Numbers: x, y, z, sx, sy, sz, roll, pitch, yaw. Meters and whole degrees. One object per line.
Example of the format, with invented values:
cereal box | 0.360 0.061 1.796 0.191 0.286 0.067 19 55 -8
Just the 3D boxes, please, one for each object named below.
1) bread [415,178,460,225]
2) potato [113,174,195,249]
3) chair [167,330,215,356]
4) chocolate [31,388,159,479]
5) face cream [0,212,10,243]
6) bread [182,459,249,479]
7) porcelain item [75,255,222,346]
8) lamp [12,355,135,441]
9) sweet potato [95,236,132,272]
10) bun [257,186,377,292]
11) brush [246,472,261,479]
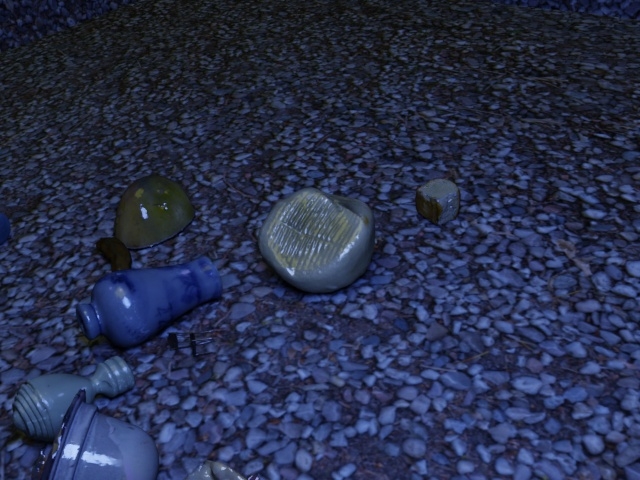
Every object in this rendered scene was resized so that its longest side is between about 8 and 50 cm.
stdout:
bread | 0.250 -0.082 1.517 0.076 0.070 0.083 -25 39 -22
potato | -0.388 -0.081 1.614 0.182 0.117 0.202 24 45 34
chair | -0.229 0.182 1.267 0.086 0.037 0.042 -5 23 -2
chocolate | -0.300 0.324 0.984 0.147 0.221 0.221 21 37 -3
face cream | -0.848 -0.033 1.668 0.250 0.077 0.077 3 36 16
bread | -0.116 0.390 0.801 0.183 0.224 0.211 -23 45 -10
porcelain item | -0.311 0.108 1.316 0.259 0.141 0.141 -18 35 -30
lamp | -0.399 0.250 1.158 0.193 0.106 0.106 -23 36 -37
sweet potato | -0.421 0.040 1.500 0.054 0.053 0.182 17 20 -39
bun | 0.000 0.000 1.401 0.229 0.145 0.229 -4 69 10
brush | -0.207 0.389 0.955 0.301 0.071 0.084 -20 51 -31
